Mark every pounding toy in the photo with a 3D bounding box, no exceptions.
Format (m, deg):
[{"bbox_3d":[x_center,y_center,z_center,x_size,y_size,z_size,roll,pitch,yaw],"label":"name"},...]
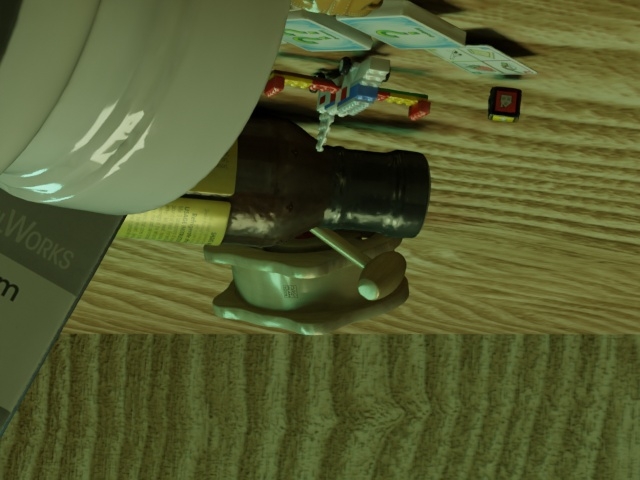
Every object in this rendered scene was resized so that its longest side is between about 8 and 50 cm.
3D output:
[{"bbox_3d":[0.000,0.000,1.812,0.269,0.155,0.154,9,-154,39],"label":"pounding toy"}]

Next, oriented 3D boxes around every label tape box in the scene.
[{"bbox_3d":[-0.211,0.002,1.076,0.115,0.348,0.249,30,171,-16],"label":"label tape box"}]

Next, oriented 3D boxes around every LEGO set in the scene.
[{"bbox_3d":[0.034,-0.101,1.129,0.182,0.060,0.244,3,173,32],"label":"LEGO set"}]

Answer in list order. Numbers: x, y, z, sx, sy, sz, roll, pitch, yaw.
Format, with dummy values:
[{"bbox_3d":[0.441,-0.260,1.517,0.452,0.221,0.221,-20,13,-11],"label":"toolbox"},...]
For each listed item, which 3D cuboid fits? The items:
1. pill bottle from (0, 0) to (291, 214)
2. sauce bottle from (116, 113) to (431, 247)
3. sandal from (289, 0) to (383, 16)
[{"bbox_3d":[-0.198,-0.116,0.564,0.363,0.210,0.210,11,169,-42],"label":"pill bottle"},{"bbox_3d":[-0.088,-0.049,1.347,0.344,0.111,0.111,7,171,-13],"label":"sauce bottle"},{"bbox_3d":[0.004,-0.137,0.905,0.072,0.049,0.180,6,171,-21],"label":"sandal"}]
